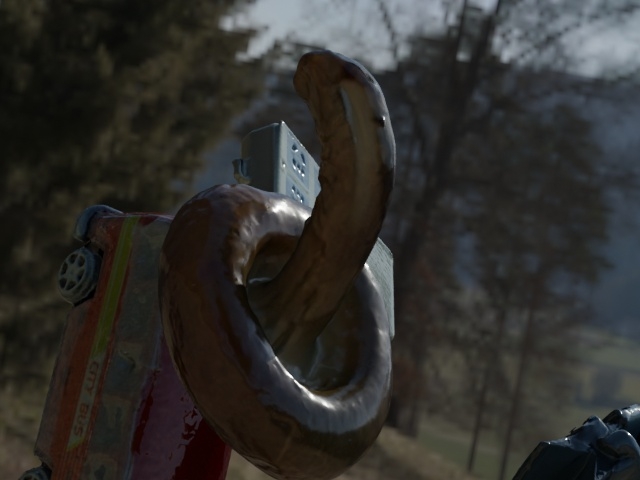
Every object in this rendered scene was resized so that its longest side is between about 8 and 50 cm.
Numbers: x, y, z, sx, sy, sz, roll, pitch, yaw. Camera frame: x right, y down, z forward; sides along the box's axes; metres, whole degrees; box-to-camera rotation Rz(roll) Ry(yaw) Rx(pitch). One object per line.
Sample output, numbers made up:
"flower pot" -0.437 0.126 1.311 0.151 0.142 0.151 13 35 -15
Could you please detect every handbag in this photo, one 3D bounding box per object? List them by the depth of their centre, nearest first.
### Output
"handbag" 0.181 0.180 1.199 0.062 0.179 0.229 43 28 23

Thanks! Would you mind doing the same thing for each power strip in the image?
"power strip" 0.000 0.000 1.217 0.035 0.081 0.192 -19 -42 22

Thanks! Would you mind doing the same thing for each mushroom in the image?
"mushroom" -0.010 0.005 0.532 0.073 0.129 0.088 16 15 40

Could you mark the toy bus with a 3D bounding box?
"toy bus" -0.120 0.112 1.189 0.120 0.265 0.121 -3 -22 44
